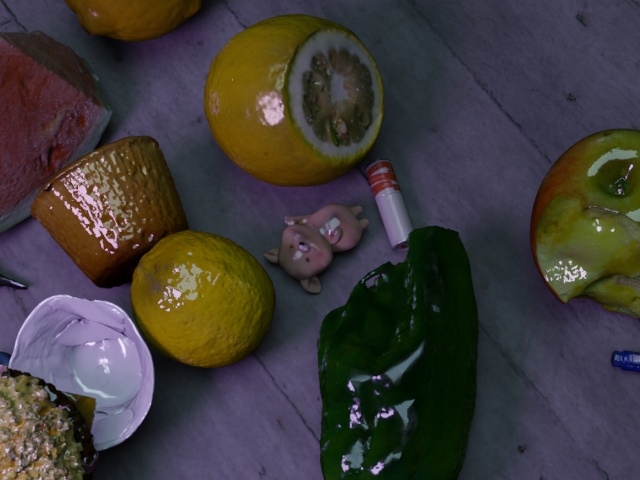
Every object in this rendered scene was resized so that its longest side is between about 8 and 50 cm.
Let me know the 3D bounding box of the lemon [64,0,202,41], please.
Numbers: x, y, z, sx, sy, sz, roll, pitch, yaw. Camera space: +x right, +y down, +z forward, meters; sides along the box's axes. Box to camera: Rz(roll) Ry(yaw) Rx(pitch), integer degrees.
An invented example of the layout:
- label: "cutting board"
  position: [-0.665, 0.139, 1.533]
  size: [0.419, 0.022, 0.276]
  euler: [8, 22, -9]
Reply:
- label: "lemon"
  position: [-0.268, -0.416, 1.839]
  size: [0.233, 0.233, 0.288]
  euler: [21, 71, 11]

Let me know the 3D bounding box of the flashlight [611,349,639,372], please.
- label: "flashlight"
  position: [0.445, 0.163, 1.662]
  size: [0.121, 0.035, 0.057]
  euler: [9, 69, 6]

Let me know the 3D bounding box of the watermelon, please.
- label: "watermelon"
  position: [-0.424, -0.153, 1.736]
  size: [0.283, 0.292, 0.250]
  euler: [-25, 98, -9]

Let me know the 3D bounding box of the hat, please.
- label: "hat"
  position: [-0.292, 0.165, 1.634]
  size: [0.203, 0.126, 0.203]
  euler: [0, 90, 7]

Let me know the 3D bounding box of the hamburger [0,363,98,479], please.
- label: "hamburger"
  position: [-0.395, 0.274, 1.520]
  size: [0.243, 0.138, 0.262]
  euler: [10, 96, 4]

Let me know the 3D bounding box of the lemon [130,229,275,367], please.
- label: "lemon"
  position: [-0.152, 0.075, 1.637]
  size: [0.180, 0.193, 0.181]
  euler: [-25, 26, 14]

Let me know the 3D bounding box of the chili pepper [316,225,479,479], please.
- label: "chili pepper"
  position: [0.096, 0.161, 1.609]
  size: [0.213, 0.167, 0.385]
  euler: [6, 66, 3]

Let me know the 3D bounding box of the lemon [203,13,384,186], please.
- label: "lemon"
  position: [-0.049, -0.190, 1.738]
  size: [0.219, 0.240, 0.240]
  euler: [-1, 60, 45]

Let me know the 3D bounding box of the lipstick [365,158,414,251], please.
- label: "lipstick"
  position: [0.099, -0.050, 1.767]
  size: [0.038, 0.038, 0.131]
  euler: [-15, 67, -4]

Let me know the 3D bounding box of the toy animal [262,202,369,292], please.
- label: "toy animal"
  position: [0.001, 0.003, 1.735]
  size: [0.150, 0.089, 0.083]
  euler: [-34, 49, -8]

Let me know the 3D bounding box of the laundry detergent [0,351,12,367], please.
- label: "laundry detergent"
  position: [-0.516, 0.254, 1.636]
  size: [0.289, 0.094, 0.143]
  euler: [-21, 81, -6]

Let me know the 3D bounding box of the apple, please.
- label: "apple"
  position: [0.392, -0.021, 1.641]
  size: [0.246, 0.226, 0.246]
  euler: [-2, 66, 4]

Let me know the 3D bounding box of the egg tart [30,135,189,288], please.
- label: "egg tart"
  position: [-0.274, -0.030, 1.700]
  size: [0.202, 0.202, 0.147]
  euler: [-28, 77, -9]

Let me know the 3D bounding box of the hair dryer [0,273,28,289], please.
- label: "hair dryer"
  position: [-0.570, 0.110, 1.715]
  size: [0.340, 0.123, 0.313]
  euler: [-1, 77, -9]
